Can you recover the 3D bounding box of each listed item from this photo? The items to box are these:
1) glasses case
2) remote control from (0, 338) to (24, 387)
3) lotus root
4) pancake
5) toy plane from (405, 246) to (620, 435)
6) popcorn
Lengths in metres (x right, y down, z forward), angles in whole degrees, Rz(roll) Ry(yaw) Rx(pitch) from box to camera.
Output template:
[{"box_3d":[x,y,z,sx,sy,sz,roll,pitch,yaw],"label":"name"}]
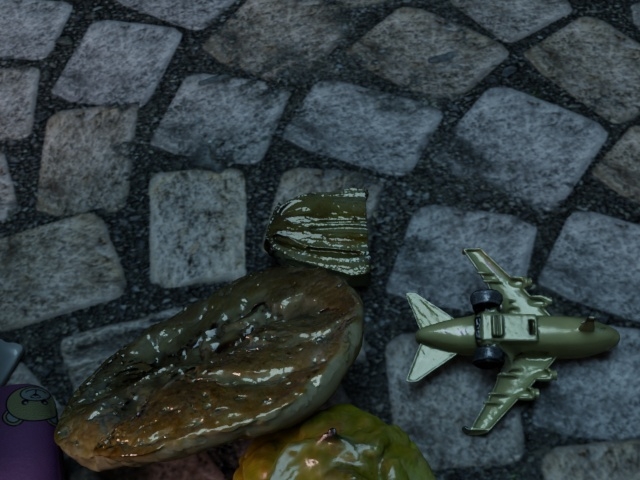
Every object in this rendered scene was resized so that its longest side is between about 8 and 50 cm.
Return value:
[{"box_3d":[-0.347,0.296,1.441,0.123,0.076,0.316,-12,49,-5],"label":"glasses case"},{"box_3d":[-0.429,0.193,1.573,0.050,0.027,0.184,14,50,14],"label":"remote control"},{"box_3d":[0.000,0.001,1.677,0.144,0.070,0.143,5,55,4],"label":"lotus root"},{"box_3d":[-0.121,0.149,1.459,0.386,0.082,0.387,-21,18,7],"label":"pancake"},{"box_3d":[0.232,0.116,1.542,0.256,0.104,0.242,-4,63,10],"label":"toy plane"},{"box_3d":[0.011,0.281,1.346,0.233,0.192,0.266,-19,32,-4],"label":"popcorn"}]
